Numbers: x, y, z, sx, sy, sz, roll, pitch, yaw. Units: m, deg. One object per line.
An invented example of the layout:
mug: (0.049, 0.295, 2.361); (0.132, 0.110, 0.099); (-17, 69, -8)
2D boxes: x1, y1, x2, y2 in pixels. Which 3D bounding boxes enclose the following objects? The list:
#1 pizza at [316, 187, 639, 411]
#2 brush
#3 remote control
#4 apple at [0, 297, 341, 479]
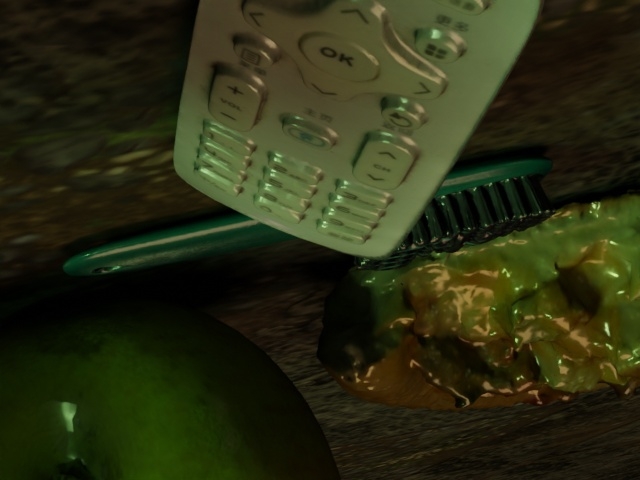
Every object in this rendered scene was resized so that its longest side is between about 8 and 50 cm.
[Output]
pizza: (0.125, 0.043, 0.907); (0.257, 0.087, 0.268); (-11, 170, -1)
brush: (0.000, 0.000, 0.684); (0.193, 0.032, 0.043); (-13, 168, -12)
remote control: (0.005, -0.042, 0.471); (0.073, 0.044, 0.229); (25, 161, 0)
apple: (-0.083, 0.116, 0.747); (0.196, 0.196, 0.196); (-14, 167, -3)
